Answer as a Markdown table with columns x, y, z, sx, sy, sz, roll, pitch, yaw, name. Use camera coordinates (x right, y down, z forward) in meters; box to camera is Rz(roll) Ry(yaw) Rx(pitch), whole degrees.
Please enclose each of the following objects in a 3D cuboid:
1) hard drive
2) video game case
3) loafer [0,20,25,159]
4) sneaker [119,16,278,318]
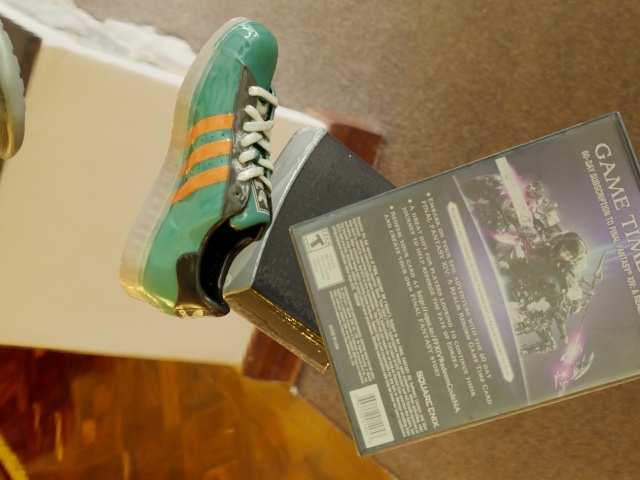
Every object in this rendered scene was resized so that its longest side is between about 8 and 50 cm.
| x | y | z | sx | sy | sz | roll | pitch | yaw | name |
| --- | --- | --- | --- | --- | --- | --- | --- | --- | --- |
| 0.000 | 0.000 | 1.073 | 0.054 | 0.172 | 0.255 | -30 | 29 | 50 | hard drive |
| 0.130 | 0.038 | 0.748 | 0.274 | 0.026 | 0.196 | -19 | 82 | 13 | video game case |
| -0.251 | -0.121 | 0.490 | 0.251 | 0.087 | 0.094 | 41 | 144 | 12 | loafer |
| -0.087 | -0.066 | 0.943 | 0.121 | 0.108 | 0.302 | 19 | 89 | 25 | sneaker |
